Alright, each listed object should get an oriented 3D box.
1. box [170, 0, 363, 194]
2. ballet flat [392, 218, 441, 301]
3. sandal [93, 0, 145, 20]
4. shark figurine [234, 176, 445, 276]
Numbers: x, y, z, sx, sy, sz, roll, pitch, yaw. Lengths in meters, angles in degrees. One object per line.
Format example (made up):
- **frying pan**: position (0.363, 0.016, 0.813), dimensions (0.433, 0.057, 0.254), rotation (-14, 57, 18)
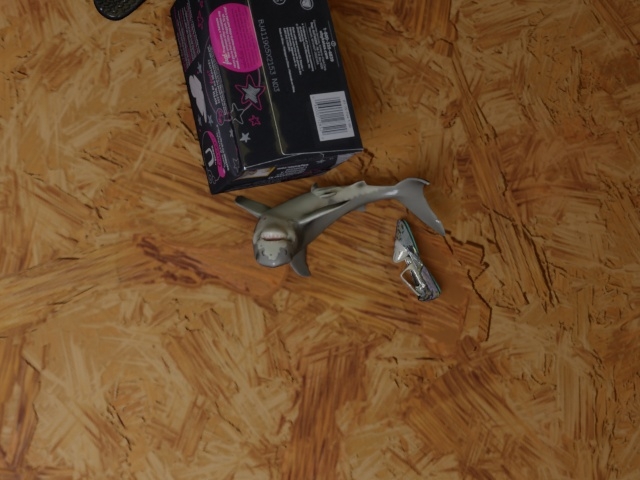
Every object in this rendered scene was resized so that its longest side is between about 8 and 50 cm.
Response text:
- **box**: position (-0.068, -0.198, 1.205), dimensions (0.163, 0.142, 0.247), rotation (-11, 85, -24)
- **ballet flat**: position (0.117, 0.029, 1.291), dimensions (0.041, 0.041, 0.114), rotation (-26, 89, -24)
- **sandal**: position (-0.207, -0.339, 1.237), dimensions (0.179, 0.040, 0.067), rotation (-40, 90, -8)
- **shark figurine**: position (0.008, -0.011, 1.235), dimensions (0.278, 0.166, 0.116), rotation (-20, 117, -33)
